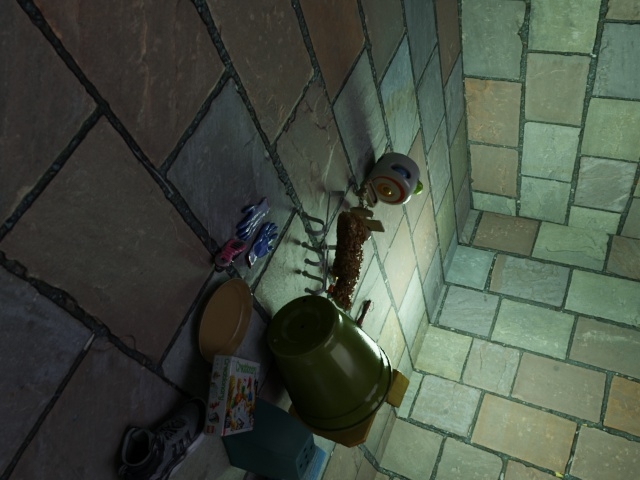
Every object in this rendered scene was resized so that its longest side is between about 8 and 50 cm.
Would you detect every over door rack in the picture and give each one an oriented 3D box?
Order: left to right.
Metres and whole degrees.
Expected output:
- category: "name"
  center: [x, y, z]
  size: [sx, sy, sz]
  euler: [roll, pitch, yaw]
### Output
- category: "over door rack"
  center: [0.000, 0.000, 1.891]
  size: [0.324, 0.108, 0.239]
  euler: [-62, 156, -59]

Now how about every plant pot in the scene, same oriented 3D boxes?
- category: "plant pot"
  center: [-0.259, 0.212, 1.512]
  size: [0.236, 0.032, 0.236]
  euler: [-40, 136, -54]
- category: "plant pot"
  center: [-0.143, 0.613, 1.714]
  size: [0.165, 0.234, 0.165]
  euler: [-51, 146, -43]
- category: "plant pot"
  center: [0.004, 0.368, 1.831]
  size: [0.366, 0.367, 0.353]
  euler: [-60, 138, -32]

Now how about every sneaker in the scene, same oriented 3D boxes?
- category: "sneaker"
  center: [-0.364, 0.460, 1.325]
  size: [0.268, 0.101, 0.153]
  euler: [-54, 149, -36]
- category: "sneaker"
  center: [-0.238, 0.042, 1.472]
  size: [0.119, 0.047, 0.057]
  euler: [-46, 163, -47]

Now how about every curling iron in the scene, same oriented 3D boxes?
- category: "curling iron"
  center: [0.178, 0.374, 2.513]
  size: [0.274, 0.035, 0.068]
  euler: [-60, 150, -32]

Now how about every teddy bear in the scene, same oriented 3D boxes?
- category: "teddy bear"
  center: [0.104, 0.073, 1.898]
  size: [0.245, 0.113, 0.337]
  euler: [29, 68, -79]

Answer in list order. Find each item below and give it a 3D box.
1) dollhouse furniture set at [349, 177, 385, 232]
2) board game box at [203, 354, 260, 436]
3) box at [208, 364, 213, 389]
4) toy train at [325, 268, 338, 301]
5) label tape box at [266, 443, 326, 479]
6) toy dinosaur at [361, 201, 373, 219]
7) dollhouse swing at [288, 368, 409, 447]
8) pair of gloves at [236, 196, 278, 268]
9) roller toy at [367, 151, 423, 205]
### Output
- category: "dollhouse furniture set"
  center: [0.209, -0.139, 2.181]
  size: [0.151, 0.123, 0.144]
  euler: [-51, 130, -30]
- category: "board game box"
  center: [-0.231, 0.416, 1.524]
  size: [0.305, 0.053, 0.192]
  euler: [64, 30, -73]
- category: "box"
  center: [-0.274, 0.387, 1.571]
  size: [0.081, 0.028, 0.136]
  euler: [-39, 138, -53]
- category: "toy train"
  center: [0.063, 0.151, 2.153]
  size: [0.166, 0.046, 0.125]
  euler: [-31, 130, -54]
- category: "label tape box"
  center: [-0.109, 0.831, 2.048]
  size: [0.240, 0.106, 0.333]
  euler: [-66, 152, -24]
- category: "toy dinosaur"
  center: [0.174, -0.107, 2.288]
  size: [0.090, 0.047, 0.082]
  euler: [22, 90, -32]
- category: "dollhouse swing"
  center: [0.099, 0.583, 2.075]
  size: [0.304, 0.347, 0.315]
  euler: [-70, 155, -17]
- category: "pair of gloves"
  center: [-0.174, -0.025, 1.586]
  size: [0.159, 0.023, 0.198]
  euler: [-56, 149, -39]
- category: "roller toy"
  center: [0.287, -0.240, 2.258]
  size: [0.146, 0.209, 0.191]
  euler: [-59, 136, -33]
